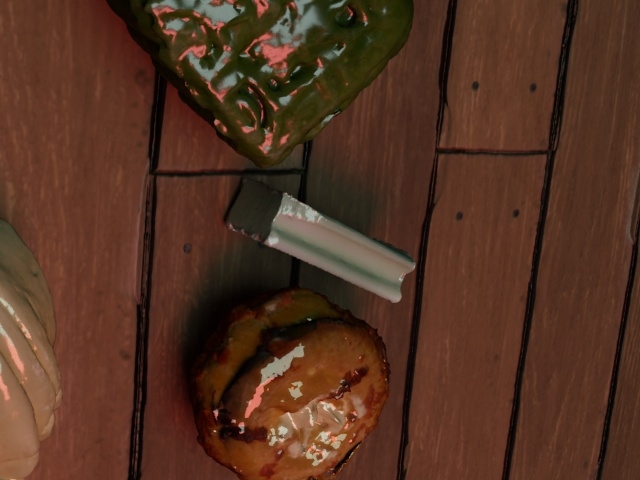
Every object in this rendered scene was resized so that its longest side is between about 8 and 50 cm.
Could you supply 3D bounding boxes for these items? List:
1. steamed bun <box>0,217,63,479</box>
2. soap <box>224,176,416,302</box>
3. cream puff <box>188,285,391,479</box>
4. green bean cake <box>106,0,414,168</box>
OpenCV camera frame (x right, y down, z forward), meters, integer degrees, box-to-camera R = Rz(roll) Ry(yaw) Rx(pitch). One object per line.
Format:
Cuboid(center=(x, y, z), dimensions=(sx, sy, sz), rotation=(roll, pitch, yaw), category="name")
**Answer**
Cuboid(center=(-0.357, 0.130, 1.048), dimensions=(0.289, 0.203, 0.276), rotation=(-38, 121, -18), category="steamed bun")
Cuboid(center=(0.000, 0.000, 1.291), dimensions=(0.198, 0.114, 0.063), rotation=(25, 89, -36), category="soap")
Cuboid(center=(-0.041, 0.160, 1.287), dimensions=(0.240, 0.164, 0.240), rotation=(-17, 128, -23), category="cream puff")
Cuboid(center=(-0.054, -0.233, 1.127), dimensions=(0.247, 0.156, 0.250), rotation=(-42, 124, -7), category="green bean cake")
